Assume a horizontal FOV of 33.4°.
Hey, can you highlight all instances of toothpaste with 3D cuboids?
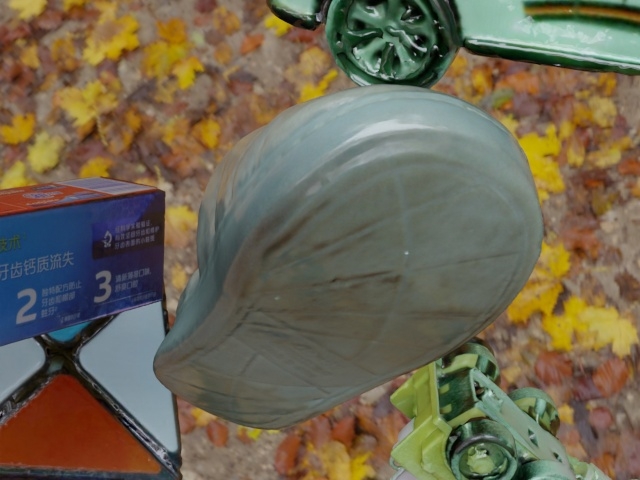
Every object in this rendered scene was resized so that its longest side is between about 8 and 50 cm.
[{"bbox_3d":[-0.209,0.022,0.553,0.066,0.320,0.076,12,104,33],"label":"toothpaste"}]

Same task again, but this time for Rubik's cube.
[{"bbox_3d":[-0.298,0.167,1.050,0.248,0.250,0.246,-44,47,44],"label":"Rubik's cube"}]

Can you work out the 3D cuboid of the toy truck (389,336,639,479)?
[{"bbox_3d":[0.153,0.202,0.797,0.135,0.259,0.128,-49,14,21],"label":"toy truck"}]

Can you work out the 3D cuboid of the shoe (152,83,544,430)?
[{"bbox_3d":[0.000,0.000,0.426,0.103,0.251,0.100,18,58,-16],"label":"shoe"}]

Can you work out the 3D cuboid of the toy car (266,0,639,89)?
[{"bbox_3d":[0.130,-0.123,0.407,0.306,0.125,0.136,11,37,20],"label":"toy car"}]
